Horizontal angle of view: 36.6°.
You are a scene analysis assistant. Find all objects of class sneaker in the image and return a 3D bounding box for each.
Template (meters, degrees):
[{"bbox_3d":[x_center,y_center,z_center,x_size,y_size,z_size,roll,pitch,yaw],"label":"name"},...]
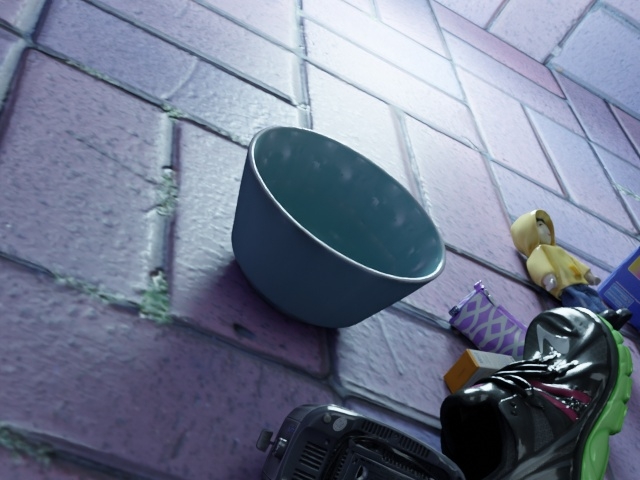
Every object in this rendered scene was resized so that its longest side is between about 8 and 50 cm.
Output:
[{"bbox_3d":[0.265,0.219,1.237,0.202,0.185,0.483,32,36,2],"label":"sneaker"}]

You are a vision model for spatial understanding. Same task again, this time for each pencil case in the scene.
[{"bbox_3d":[0.298,0.153,1.511,0.206,0.088,0.086,39,30,5],"label":"pencil case"}]

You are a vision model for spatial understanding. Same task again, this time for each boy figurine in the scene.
[{"bbox_3d":[0.466,0.061,1.833,0.177,0.092,0.285,4,45,-41],"label":"boy figurine"}]

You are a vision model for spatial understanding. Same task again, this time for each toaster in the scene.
[{"bbox_3d":[0.044,0.250,0.993,0.227,0.129,0.146,25,-10,-12],"label":"toaster"}]

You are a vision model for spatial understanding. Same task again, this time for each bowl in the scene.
[{"bbox_3d":[0.000,0.000,1.334,0.311,0.163,0.311,27,30,-17],"label":"bowl"}]

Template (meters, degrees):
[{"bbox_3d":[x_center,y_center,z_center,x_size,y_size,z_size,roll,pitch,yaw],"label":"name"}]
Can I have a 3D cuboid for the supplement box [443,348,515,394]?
[{"bbox_3d":[0.235,0.195,1.404,0.098,0.062,0.036,13,34,-37],"label":"supplement box"}]

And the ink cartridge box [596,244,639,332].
[{"bbox_3d":[0.746,0.124,1.988,0.270,0.151,0.395,46,31,17],"label":"ink cartridge box"}]
